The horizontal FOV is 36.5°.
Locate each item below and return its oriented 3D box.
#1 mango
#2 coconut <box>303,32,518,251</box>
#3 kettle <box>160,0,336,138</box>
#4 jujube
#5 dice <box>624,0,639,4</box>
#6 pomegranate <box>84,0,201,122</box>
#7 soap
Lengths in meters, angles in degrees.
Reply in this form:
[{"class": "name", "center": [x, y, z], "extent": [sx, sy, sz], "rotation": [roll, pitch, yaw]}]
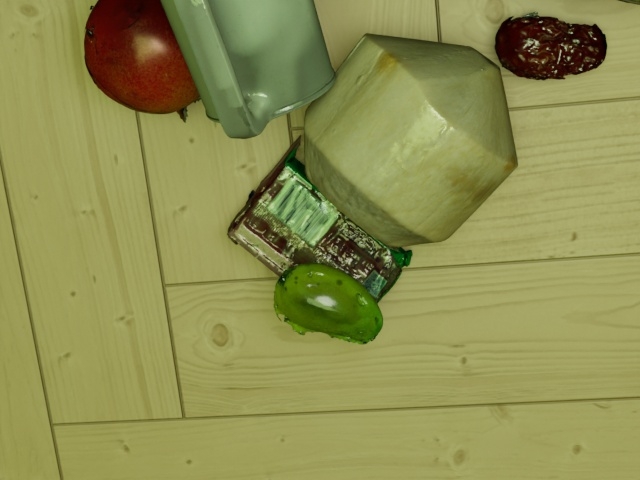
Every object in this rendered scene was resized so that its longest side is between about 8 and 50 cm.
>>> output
[{"class": "mango", "center": [0.015, 0.097, 1.486], "extent": [0.178, 0.100, 0.119], "rotation": [25, 148, -7]}, {"class": "coconut", "center": [0.134, -0.157, 1.408], "extent": [0.323, 0.323, 0.322], "rotation": [2, 105, 7]}, {"class": "kettle", "center": [-0.107, -0.323, 1.276], "extent": [0.205, 0.265, 0.318], "rotation": [-23, 118, -11]}, {"class": "jujube", "center": [0.341, -0.282, 1.440], "extent": [0.166, 0.104, 0.104], "rotation": [7, 106, 5]}, {"class": "dice", "center": [0.389, -0.450, 1.316], "extent": [0.233, 0.238, 0.226], "rotation": [15, 105, 5]}, {"class": "pomegranate", "center": [-0.244, -0.284, 1.464], "extent": [0.210, 0.210, 0.235], "rotation": [-28, 135, 14]}, {"class": "soap", "center": [0.000, 0.001, 1.561], "extent": [0.273, 0.098, 0.218], "rotation": [39, 106, -4]}]
